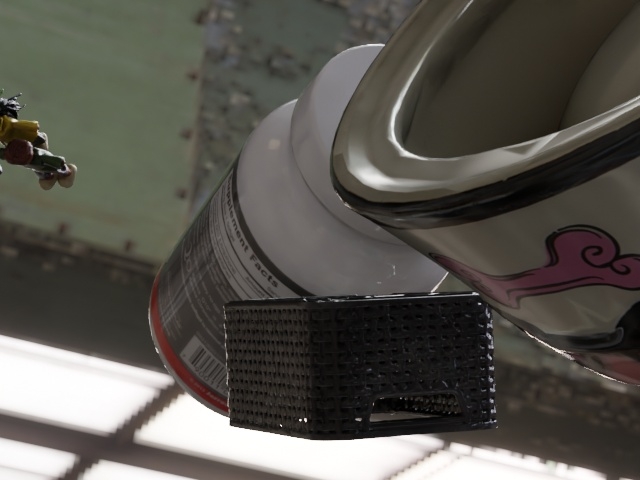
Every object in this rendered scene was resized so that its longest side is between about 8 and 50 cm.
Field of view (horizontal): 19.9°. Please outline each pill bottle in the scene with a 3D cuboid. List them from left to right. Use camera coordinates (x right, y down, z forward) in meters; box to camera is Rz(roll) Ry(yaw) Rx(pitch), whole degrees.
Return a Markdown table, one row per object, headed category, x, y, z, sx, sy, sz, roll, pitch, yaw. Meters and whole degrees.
| category | x | y | z | sx | sy | sz | roll | pitch | yaw |
| --- | --- | --- | --- | --- | --- | --- | --- | --- | --- |
| pill bottle | 0.000 | 0.000 | 1.614 | 0.363 | 0.210 | 0.210 | 129 | -32 | -50 |

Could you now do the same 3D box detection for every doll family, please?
| category | x | y | z | sx | sy | sz | roll | pitch | yaw |
| --- | --- | --- | --- | --- | --- | --- | --- | --- | --- |
| doll family | -0.314 | -0.093 | 1.646 | 0.111 | 0.193 | 0.076 | 33 | 57 | -68 |

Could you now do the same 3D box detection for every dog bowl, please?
| category | x | y | z | sx | sy | sz | roll | pitch | yaw |
| --- | --- | --- | --- | --- | --- | --- | --- | --- | --- |
| dog bowl | 0.207 | -0.101 | 0.829 | 0.408 | 0.150 | 0.408 | -36 | -161 | 14 |

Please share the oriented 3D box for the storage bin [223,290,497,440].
| category | x | y | z | sx | sy | sz | roll | pitch | yaw |
| --- | --- | --- | --- | --- | --- | --- | --- | --- | --- |
| storage bin | 0.022 | 0.075 | 1.143 | 0.180 | 0.122 | 0.084 | 177 | -89 | -68 |
